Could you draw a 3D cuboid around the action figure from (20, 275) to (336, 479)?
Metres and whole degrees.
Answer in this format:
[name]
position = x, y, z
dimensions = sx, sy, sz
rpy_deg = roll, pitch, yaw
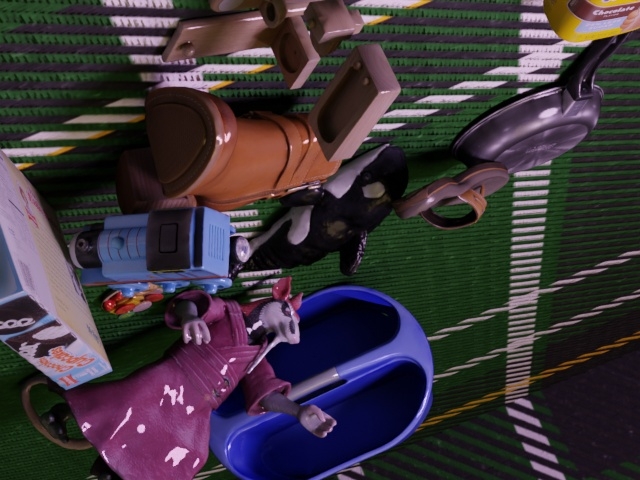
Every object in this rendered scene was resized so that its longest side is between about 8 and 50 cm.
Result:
[action figure]
position = -0.161, 0.186, 2.281
dimensions = 0.370, 0.248, 0.276
rpy_deg = -42, -156, -20

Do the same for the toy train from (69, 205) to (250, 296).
[toy train]
position = -0.164, 0.009, 1.737
dimensions = 0.184, 0.080, 0.105
rpy_deg = -3, 166, 26

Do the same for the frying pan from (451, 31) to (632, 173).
[frying pan]
position = 0.300, -0.160, 2.092
dimensions = 0.326, 0.053, 0.197
rpy_deg = -32, 161, 35

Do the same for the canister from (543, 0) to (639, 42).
[canister]
position = 0.305, -0.270, 1.734
dimensions = 0.126, 0.073, 0.170
rpy_deg = -15, 162, -22

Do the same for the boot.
[boot]
position = -0.065, -0.088, 1.715
dimensions = 0.220, 0.109, 0.283
rpy_deg = -9, 164, -21

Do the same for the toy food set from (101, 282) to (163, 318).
[toy food set]
position = -0.226, 0.069, 2.137
dimensions = 0.083, 0.020, 0.082
rpy_deg = -27, 162, 12

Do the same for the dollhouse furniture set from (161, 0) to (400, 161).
[dollhouse furniture set]
position = -0.038, -0.148, 1.538
dimensions = 0.123, 0.151, 0.144
rpy_deg = -12, 157, -30

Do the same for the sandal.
[sandal]
position = 0.159, -0.044, 2.058
dimensions = 0.090, 0.060, 0.219
rpy_deg = -30, 174, 27

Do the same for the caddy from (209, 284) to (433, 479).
[caddy]
position = -0.002, 0.207, 2.459
dimensions = 0.341, 0.241, 0.179
rpy_deg = -26, 168, 7

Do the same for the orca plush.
[orca plush]
position = 0.000, 0.000, 2.082
dimensions = 0.287, 0.102, 0.151
rpy_deg = -29, 161, 17

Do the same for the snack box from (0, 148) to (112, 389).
[snack box]
position = -0.285, 0.016, 1.645
dimensions = 0.060, 0.187, 0.322
rpy_deg = -22, 162, 0
